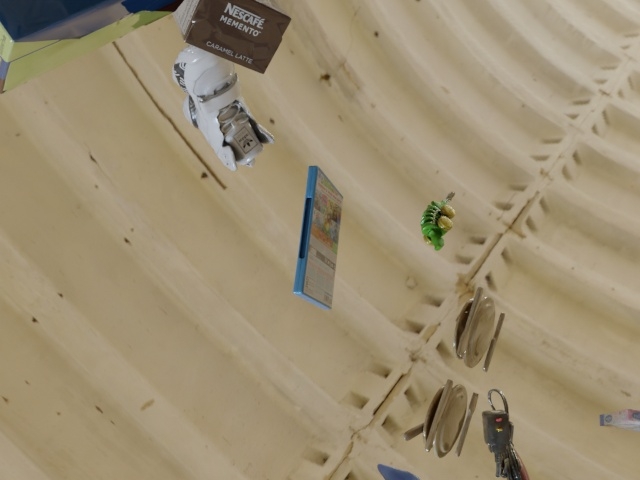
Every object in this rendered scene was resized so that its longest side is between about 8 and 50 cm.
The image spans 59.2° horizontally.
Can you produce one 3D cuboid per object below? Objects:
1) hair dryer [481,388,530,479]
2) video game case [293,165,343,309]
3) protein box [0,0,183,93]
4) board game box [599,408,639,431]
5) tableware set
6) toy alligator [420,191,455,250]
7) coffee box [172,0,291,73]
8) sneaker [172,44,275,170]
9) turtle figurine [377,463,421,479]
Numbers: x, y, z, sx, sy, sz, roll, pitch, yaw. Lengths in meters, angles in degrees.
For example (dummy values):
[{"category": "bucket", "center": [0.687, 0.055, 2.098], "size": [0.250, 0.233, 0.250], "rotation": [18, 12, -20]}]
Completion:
[{"category": "hair dryer", "center": [0.319, 0.378, 0.852], "size": [0.080, 0.223, 0.294], "rotation": [-16, -102, 18]}, {"category": "video game case", "center": [0.000, 0.000, 0.748], "size": [0.015, 0.119, 0.166], "rotation": [1, -106, 20]}, {"category": "protein box", "center": [-0.230, -0.267, 0.457], "size": [0.200, 0.136, 0.201], "rotation": [-40, -72, -29]}, {"category": "board game box", "center": [0.480, 0.270, 0.837], "size": [0.090, 0.090, 0.020], "rotation": [8, -114, 3]}, {"category": "tableware set", "center": [0.157, 0.154, 0.661], "size": [0.039, 0.128, 0.194], "rotation": [14, -103, 34]}, {"category": "toy alligator", "center": [0.220, -0.050, 1.073], "size": [0.051, 0.056, 0.190], "rotation": [33, -139, -6]}, {"category": "coffee box", "center": [-0.159, -0.384, 0.882], "size": [0.141, 0.098, 0.247], "rotation": [10, -142, -38]}, {"category": "sneaker", "center": [-0.194, -0.282, 1.202], "size": [0.137, 0.366, 0.210], "rotation": [-39, -92, -15]}, {"category": "turtle figurine", "center": [-0.032, 0.310, 0.444], "size": [0.198, 0.266, 0.275], "rotation": [46, -150, -25]}]
